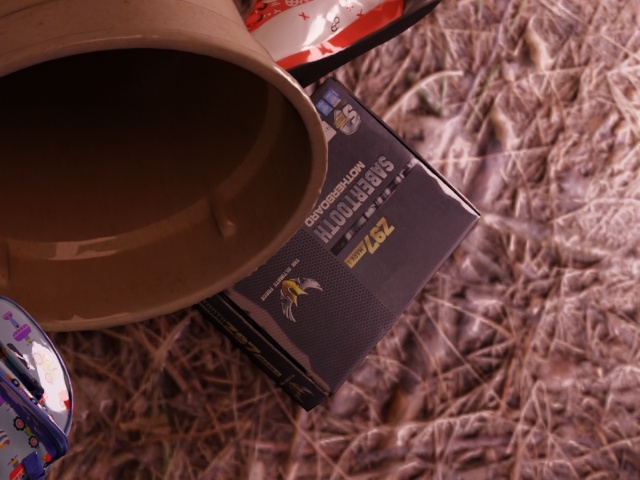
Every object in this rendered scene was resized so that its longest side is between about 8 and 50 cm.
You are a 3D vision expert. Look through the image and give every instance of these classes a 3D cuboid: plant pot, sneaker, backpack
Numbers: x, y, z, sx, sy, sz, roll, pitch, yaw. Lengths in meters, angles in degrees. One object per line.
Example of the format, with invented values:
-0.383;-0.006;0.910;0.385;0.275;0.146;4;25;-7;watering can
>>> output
-0.189;-0.148;1.357;0.333;0.334;0.305;-1;53;-21;plant pot
-0.029;-0.214;1.563;0.270;0.090;0.145;-31;83;-31;sneaker
-0.227;0.106;1.125;0.158;0.117;0.173;52;47;-2;backpack

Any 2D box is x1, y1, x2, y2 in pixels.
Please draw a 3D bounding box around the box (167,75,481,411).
0.000;0.000;1.510;0.183;0.059;0.233;44;63;-2;box
